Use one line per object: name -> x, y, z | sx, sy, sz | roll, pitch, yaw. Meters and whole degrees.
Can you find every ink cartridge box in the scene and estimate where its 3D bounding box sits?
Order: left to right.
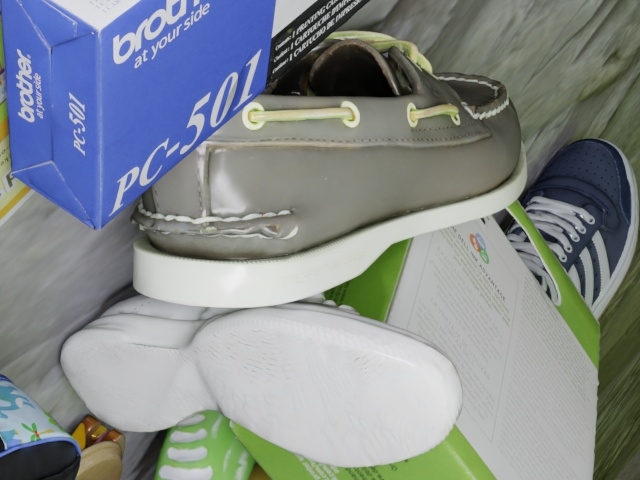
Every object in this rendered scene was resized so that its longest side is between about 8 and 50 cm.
ink cartridge box -> -0.026, -0.102, 0.590 | 0.207, 0.046, 0.097 | -43, 157, -34
ink cartridge box -> 0.069, 0.072, 0.917 | 0.097, 0.189, 0.255 | -26, -157, 27

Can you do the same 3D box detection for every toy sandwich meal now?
toy sandwich meal -> -0.132, 0.124, 0.832 | 0.085, 0.029, 0.085 | -43, 159, -21

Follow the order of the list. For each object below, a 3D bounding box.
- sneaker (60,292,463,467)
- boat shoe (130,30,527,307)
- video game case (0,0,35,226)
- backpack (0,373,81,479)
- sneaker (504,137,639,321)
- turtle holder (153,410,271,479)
sneaker -> -0.018, 0.040, 0.735 | 0.094, 0.212, 0.080 | -46, 126, -39
boat shoe -> 0.018, -0.050, 0.776 | 0.305, 0.109, 0.091 | -26, 118, -57
video game case -> -0.106, -0.084, 0.535 | 0.227, 0.026, 0.206 | -49, 161, -23
backpack -> -0.154, 0.099, 0.634 | 0.114, 0.084, 0.105 | -15, 137, -56
sneaker -> 0.162, 0.012, 1.269 | 0.282, 0.099, 0.153 | -64, 146, -21
turtle holder -> -0.051, 0.224, 0.948 | 0.243, 0.320, 0.227 | -27, -158, 30
